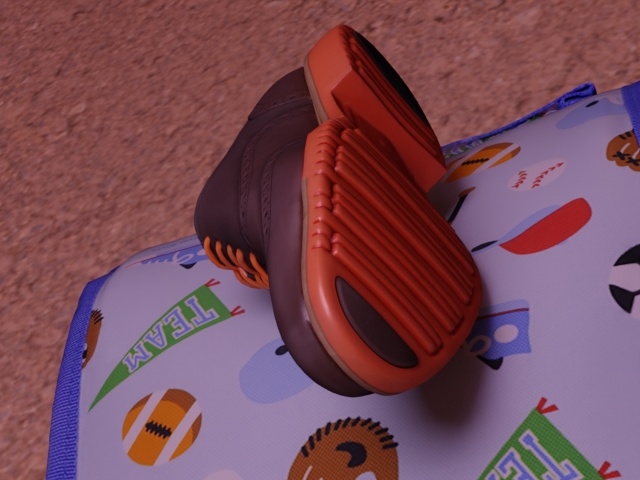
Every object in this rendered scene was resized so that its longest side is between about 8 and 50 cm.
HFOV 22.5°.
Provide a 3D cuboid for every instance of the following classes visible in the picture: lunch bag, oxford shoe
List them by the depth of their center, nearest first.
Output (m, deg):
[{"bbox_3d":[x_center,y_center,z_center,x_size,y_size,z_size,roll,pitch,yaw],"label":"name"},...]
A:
[{"bbox_3d":[0.000,0.000,0.674,0.098,0.097,0.271,-37,17,16],"label":"oxford shoe"},{"bbox_3d":[0.055,0.110,0.751,0.327,0.239,0.385,-20,44,12],"label":"lunch bag"}]
